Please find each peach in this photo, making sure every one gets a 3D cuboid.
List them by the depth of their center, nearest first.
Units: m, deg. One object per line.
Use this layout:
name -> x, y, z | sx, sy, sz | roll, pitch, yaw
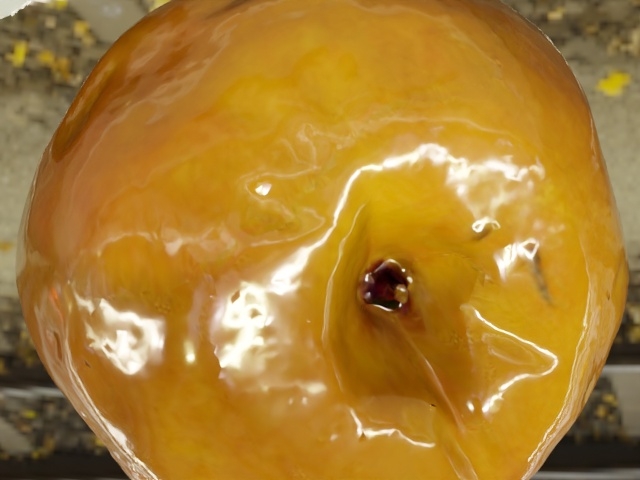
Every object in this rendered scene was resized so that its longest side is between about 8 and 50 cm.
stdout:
peach -> 0.000, 0.000, 0.884 | 0.342, 0.343, 0.301 | 12, -173, -18

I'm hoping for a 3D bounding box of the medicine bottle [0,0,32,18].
medicine bottle -> -0.332, -0.315, 1.111 | 0.190, 0.332, 0.190 | -28, 168, -6
